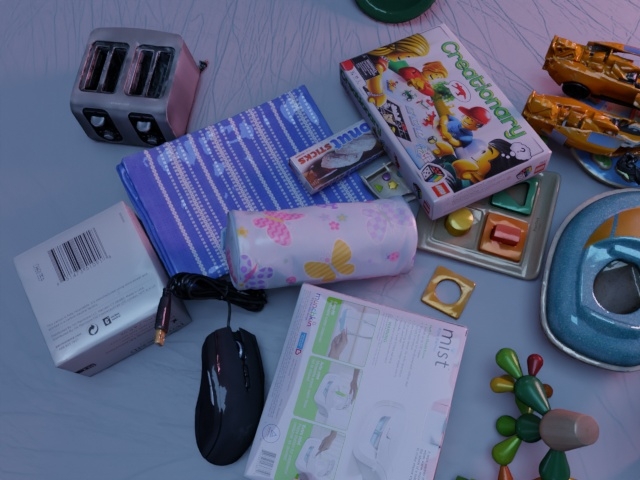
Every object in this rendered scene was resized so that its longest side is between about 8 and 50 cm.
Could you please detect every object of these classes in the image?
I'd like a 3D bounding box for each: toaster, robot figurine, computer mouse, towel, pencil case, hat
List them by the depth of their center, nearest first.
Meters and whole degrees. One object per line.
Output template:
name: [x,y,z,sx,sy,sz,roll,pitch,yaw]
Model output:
computer mouse: [-0.142,0.166,0.898,0.060,0.184,0.262,-12,65,43]
pencil case: [0.000,0.000,0.941,0.273,0.113,0.124,-6,38,-15]
robot figurine: [0.455,-0.190,0.968,0.291,0.085,0.211,21,78,16]
towel: [-0.116,-0.090,1.027,0.336,0.040,0.243,-25,72,-13]
toaster: [-0.293,-0.252,1.085,0.168,0.110,0.185,8,72,7]
hat: [0.152,-0.498,1.174,0.173,0.183,0.208,12,114,16]

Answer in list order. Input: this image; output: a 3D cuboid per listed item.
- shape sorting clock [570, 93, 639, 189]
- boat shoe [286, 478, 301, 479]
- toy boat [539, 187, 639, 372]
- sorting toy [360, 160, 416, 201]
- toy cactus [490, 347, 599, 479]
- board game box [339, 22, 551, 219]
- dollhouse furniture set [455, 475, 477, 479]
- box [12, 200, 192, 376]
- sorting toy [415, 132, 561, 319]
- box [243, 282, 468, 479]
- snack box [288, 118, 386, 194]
shape sorting clock: [0.482,-0.175,1.027,0.206,0.040,0.206,-2,71,5]
boat shoe: [0.032,0.348,0.769,0.070,0.219,0.077,-26,24,28]
toy boat: [0.468,0.059,0.893,0.318,0.148,0.267,16,73,10]
sorting toy: [0.115,-0.086,1.032,0.083,0.045,0.075,-33,81,-9]
toy cactus: [0.288,0.242,0.840,0.112,0.180,0.218,1,75,-16]
board game box: [0.180,-0.192,1.017,0.193,0.053,0.305,-24,61,-9]
dollhouse furniture set: [0.225,0.345,0.826,0.152,0.076,0.058,2,62,51]
box: [-0.315,0.073,0.972,0.181,0.119,0.182,-29,72,-5]
sorting toy: [0.250,-0.049,1.002,0.196,0.047,0.347,15,74,10]
box: [0.053,0.218,0.887,0.231,0.127,0.261,14,74,9]
snack box: [0.040,-0.138,1.037,0.178,0.022,0.064,-31,75,-23]
